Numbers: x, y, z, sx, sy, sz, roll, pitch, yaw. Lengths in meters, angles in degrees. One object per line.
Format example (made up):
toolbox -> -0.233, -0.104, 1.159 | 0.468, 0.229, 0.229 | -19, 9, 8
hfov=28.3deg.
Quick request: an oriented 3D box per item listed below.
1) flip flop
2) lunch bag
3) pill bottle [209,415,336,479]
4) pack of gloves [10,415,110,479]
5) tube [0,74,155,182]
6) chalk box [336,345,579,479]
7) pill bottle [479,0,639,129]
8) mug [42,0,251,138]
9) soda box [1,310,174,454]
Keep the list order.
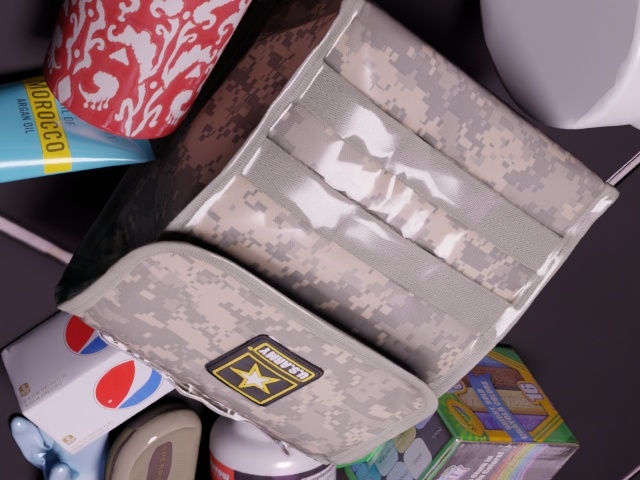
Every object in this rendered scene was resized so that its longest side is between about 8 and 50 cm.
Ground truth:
flip flop -> -0.135, 0.258, 1.111 | 0.112, 0.080, 0.277 | -26, 140, -40
lunch bag -> 0.000, 0.000, 0.822 | 0.235, 0.169, 0.287 | 34, 101, -25
pill bottle -> -0.040, 0.201, 1.079 | 0.108, 0.108, 0.193 | -9, 112, -25
pack of gloves -> -0.258, 0.229, 1.046 | 0.195, 0.046, 0.232 | -17, 137, -19
tube -> -0.211, -0.061, 0.768 | 0.207, 0.080, 0.052 | -13, 161, -17
chalk box -> 0.101, 0.178, 1.162 | 0.213, 0.132, 0.132 | 11, 125, -38
pill bottle -> 0.306, -0.176, 0.880 | 0.361, 0.204, 0.204 | -9, 134, -27
mug -> -0.074, -0.148, 0.738 | 0.150, 0.113, 0.169 | 6, 130, -34
soda box -> -0.124, 0.064, 0.948 | 0.216, 0.069, 0.074 | -34, 140, 0
